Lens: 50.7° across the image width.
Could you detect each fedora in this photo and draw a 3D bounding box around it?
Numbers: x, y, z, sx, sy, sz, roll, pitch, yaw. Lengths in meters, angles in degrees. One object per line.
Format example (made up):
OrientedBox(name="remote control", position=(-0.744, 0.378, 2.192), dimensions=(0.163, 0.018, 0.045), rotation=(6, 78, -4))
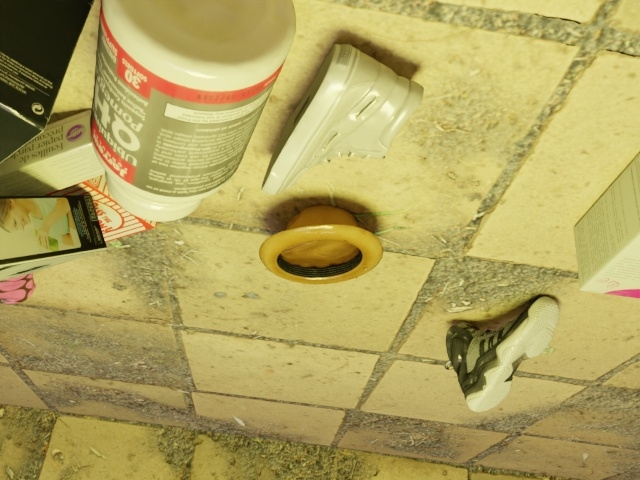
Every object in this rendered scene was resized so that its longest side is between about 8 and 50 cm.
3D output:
OrientedBox(name="fedora", position=(0.000, 0.000, 1.058), dimensions=(0.194, 0.079, 0.194), rotation=(0, 148, 0))

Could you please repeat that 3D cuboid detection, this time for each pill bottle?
OrientedBox(name="pill bottle", position=(-0.153, -0.149, 0.727), dimensions=(0.176, 0.176, 0.318), rotation=(15, 149, -14))

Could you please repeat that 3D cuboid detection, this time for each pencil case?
OrientedBox(name="pencil case", position=(-0.575, 0.051, 1.258), dimensions=(0.098, 0.095, 0.209), rotation=(1, 156, -23))

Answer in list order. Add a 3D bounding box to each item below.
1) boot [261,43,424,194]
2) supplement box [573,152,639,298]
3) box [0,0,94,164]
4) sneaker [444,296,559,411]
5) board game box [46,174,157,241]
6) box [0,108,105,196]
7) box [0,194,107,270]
OrientedBox(name="boot", position=(0.021, -0.118, 0.826), dimensions=(0.123, 0.095, 0.258), rotation=(23, 146, -14))
OrientedBox(name="supplement box", position=(0.441, -0.017, 0.904), dimensions=(0.111, 0.114, 0.220), rotation=(8, 149, -4))
OrientedBox(name="box", position=(-0.376, -0.168, 0.733), dimensions=(0.261, 0.184, 0.103), rotation=(-20, 139, 38))
OrientedBox(name="sneaker", position=(0.331, 0.188, 1.299), dimensions=(0.101, 0.153, 0.269), rotation=(10, 119, -38))
OrientedBox(name="board game box", position=(-0.375, -0.053, 1.074), dimensions=(0.193, 0.045, 0.147), rotation=(-14, 145, 31))
OrientedBox(name="box", position=(-0.440, -0.085, 0.919), dimensions=(0.324, 0.063, 0.067), rotation=(-19, 148, 7))
OrientedBox(name="box", position=(-0.428, 0.004, 0.870), dimensions=(0.169, 0.087, 0.290), rotation=(-16, 180, 10))
